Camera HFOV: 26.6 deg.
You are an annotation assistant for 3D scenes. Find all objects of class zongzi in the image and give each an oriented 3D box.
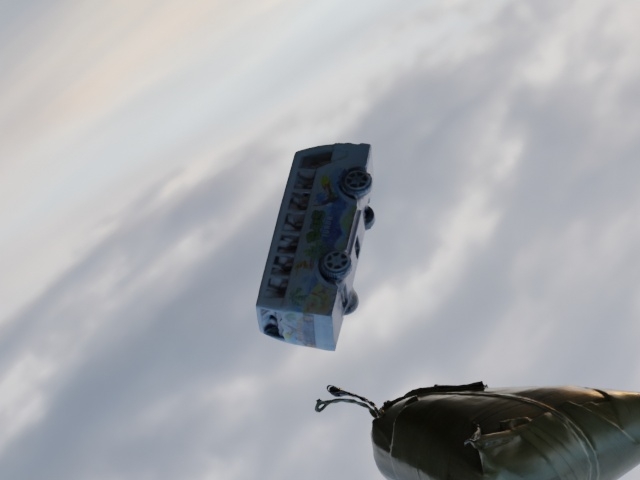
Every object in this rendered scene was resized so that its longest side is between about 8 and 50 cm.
[{"bbox_3d":[0.259,0.264,1.915,0.418,0.181,0.447,-18,-165,-26],"label":"zongzi"}]

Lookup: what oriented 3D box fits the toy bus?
[{"bbox_3d":[0.000,0.000,2.008,0.136,0.109,0.330,6,-127,10],"label":"toy bus"}]
